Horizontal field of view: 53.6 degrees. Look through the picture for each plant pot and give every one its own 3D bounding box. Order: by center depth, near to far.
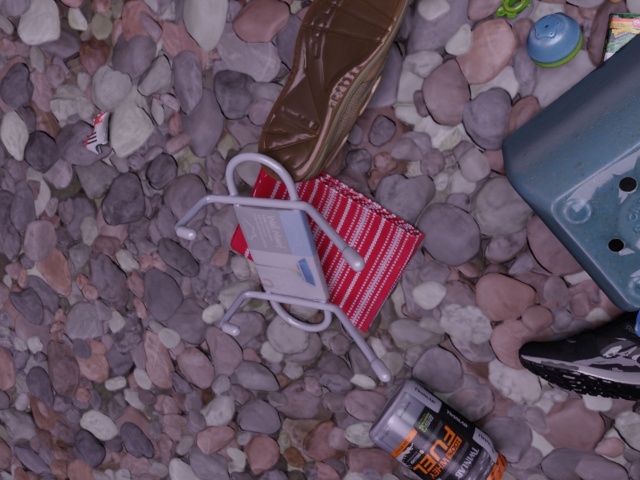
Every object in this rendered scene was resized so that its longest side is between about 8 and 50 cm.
[{"bbox_3d":[0.365,-0.062,0.712,0.247,0.252,0.248,48,120,-4],"label":"plant pot"}]

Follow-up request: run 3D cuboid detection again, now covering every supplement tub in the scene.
[{"bbox_3d":[0.180,0.312,0.975,0.190,0.117,0.117,35,113,8],"label":"supplement tub"}]

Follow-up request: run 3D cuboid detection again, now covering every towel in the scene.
[{"bbox_3d":[0.000,0.000,1.005,0.275,0.031,0.198,32,113,9],"label":"towel"}]

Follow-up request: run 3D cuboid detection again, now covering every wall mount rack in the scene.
[{"bbox_3d":[-0.036,0.054,0.901,0.304,0.130,0.350,7,133,28],"label":"wall mount rack"}]

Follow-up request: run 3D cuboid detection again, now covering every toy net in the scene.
[{"bbox_3d":[0.343,-0.326,0.787,0.232,0.045,0.122,-37,56,19],"label":"toy net"}]

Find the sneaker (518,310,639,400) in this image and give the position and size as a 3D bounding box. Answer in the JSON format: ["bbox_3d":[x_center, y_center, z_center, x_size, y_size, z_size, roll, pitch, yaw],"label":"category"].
[{"bbox_3d":[0.422,0.149,0.869,0.283,0.107,0.124,2,64,35],"label":"sneaker"}]

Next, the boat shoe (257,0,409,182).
[{"bbox_3d":[0.025,-0.238,0.891,0.122,0.110,0.341,35,104,16],"label":"boat shoe"}]

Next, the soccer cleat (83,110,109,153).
[{"bbox_3d":[-0.379,-0.186,1.095,0.036,0.029,0.083,38,117,-3],"label":"soccer cleat"}]

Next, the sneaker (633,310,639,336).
[{"bbox_3d":[0.472,0.039,0.788,0.126,0.091,0.240,21,69,45],"label":"sneaker"}]

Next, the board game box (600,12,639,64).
[{"bbox_3d":[0.482,-0.203,0.776,0.260,0.030,0.136,9,105,18],"label":"board game box"}]
